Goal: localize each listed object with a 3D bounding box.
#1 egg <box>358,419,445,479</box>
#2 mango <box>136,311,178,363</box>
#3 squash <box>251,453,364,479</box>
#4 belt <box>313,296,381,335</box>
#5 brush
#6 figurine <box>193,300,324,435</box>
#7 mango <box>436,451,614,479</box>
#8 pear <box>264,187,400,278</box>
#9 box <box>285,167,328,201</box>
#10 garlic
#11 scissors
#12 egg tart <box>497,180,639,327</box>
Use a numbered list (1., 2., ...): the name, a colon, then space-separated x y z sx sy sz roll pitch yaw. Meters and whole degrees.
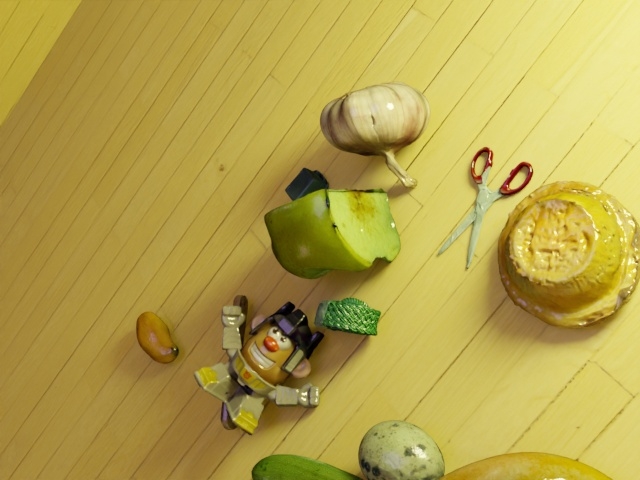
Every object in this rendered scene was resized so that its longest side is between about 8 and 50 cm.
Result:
1. egg: 0.156 0.419 1.442 0.181 0.141 0.141 9 80 43
2. mango: -0.444 0.265 2.043 0.190 0.075 0.098 44 111 34
3. squash: 0.000 0.510 1.546 0.395 0.107 0.107 -2 73 49
4. belt: 0.059 0.159 1.634 0.151 0.121 0.079 0 76 44
5. brush: -0.189 0.291 1.833 0.065 0.070 0.327 -5 69 20
6. figurine: -0.127 0.271 1.715 0.143 0.308 0.308 -165 98 -83
7. mango: 0.326 0.470 1.255 0.384 0.199 0.221 -15 57 21
8. pear: 0.000 0.000 1.659 0.282 0.286 0.176 -15 84 35
9. box: -0.037 -0.129 1.866 0.099 0.054 0.074 -49 52 14
10. garlic: 0.146 -0.227 1.679 0.245 0.245 0.253 -20 94 33
11. scissors: 0.331 -0.066 1.566 0.144 0.017 0.248 30 96 43
12. egg tart: 0.442 0.020 1.381 0.288 0.118 0.288 -11 70 33
